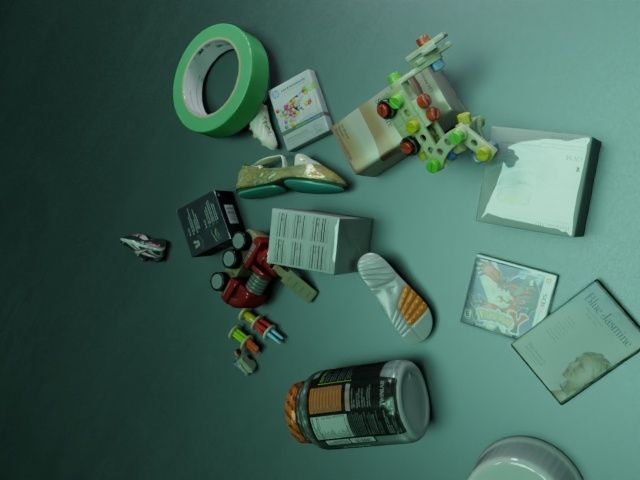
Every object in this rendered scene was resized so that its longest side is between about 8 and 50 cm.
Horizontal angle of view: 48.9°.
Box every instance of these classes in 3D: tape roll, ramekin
[{"bbox_3d":[-0.293,-0.460,2.040,0.321,0.077,0.321,-7,78,36],"label":"tape roll"},{"bbox_3d":[0.470,0.612,1.646,0.277,0.135,0.277,1,92,29],"label":"ramekin"}]

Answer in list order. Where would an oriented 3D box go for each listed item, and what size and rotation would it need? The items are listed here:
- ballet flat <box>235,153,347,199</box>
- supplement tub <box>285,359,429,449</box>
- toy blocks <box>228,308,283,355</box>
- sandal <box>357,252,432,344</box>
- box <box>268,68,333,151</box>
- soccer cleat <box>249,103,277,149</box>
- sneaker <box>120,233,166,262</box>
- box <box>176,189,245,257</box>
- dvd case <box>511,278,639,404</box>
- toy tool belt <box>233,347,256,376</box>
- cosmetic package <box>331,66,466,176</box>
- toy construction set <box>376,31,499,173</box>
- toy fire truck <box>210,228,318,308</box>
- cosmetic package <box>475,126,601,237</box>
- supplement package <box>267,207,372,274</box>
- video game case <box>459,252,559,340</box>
[{"bbox_3d":[-0.086,-0.184,1.954,0.349,0.123,0.123,-2,90,30],"label":"ballet flat"},{"bbox_3d":[0.092,0.427,1.812,0.338,0.207,0.207,-14,85,30],"label":"supplement tub"},{"bbox_3d":[-0.185,0.280,2.052,0.148,0.054,0.123,35,107,24],"label":"toy blocks"},{"bbox_3d":[0.195,0.142,1.819,0.102,0.076,0.265,-35,86,4],"label":"sandal"},{"bbox_3d":[-0.054,-0.361,1.967,0.145,0.038,0.186,-22,80,28],"label":"box"},{"bbox_3d":[-0.172,-0.347,2.019,0.076,0.068,0.196,-39,70,21],"label":"soccer cleat"},{"bbox_3d":[-0.572,0.030,2.257,0.178,0.072,0.077,14,109,34],"label":"sneaker"},{"bbox_3d":[-0.323,-0.049,2.097,0.158,0.093,0.156,-24,80,27],"label":"box"},{"bbox_3d":[0.593,0.235,1.613,0.253,0.022,0.180,-43,76,20],"label":"dvd case"},{"bbox_3d":[-0.233,0.363,2.081,0.083,0.052,0.051,47,126,-2],"label":"toy tool belt"},{"bbox_3d":[0.196,-0.299,1.774,0.296,0.129,0.153,-34,76,26],"label":"cosmetic package"},{"bbox_3d":[0.255,-0.295,1.583,0.215,0.151,0.327,-28,82,51],"label":"toy construction set"},{"bbox_3d":[-0.155,0.117,1.993,0.246,0.158,0.217,41,110,33],"label":"toy fire truck"},{"bbox_3d":[0.496,-0.134,1.607,0.224,0.138,0.224,11,98,29],"label":"cosmetic package"},{"bbox_3d":[0.000,0.000,1.857,0.203,0.194,0.149,9,95,30],"label":"supplement package"},{"bbox_3d":[0.453,0.144,1.704,0.201,0.023,0.183,16,99,28],"label":"video game case"}]
